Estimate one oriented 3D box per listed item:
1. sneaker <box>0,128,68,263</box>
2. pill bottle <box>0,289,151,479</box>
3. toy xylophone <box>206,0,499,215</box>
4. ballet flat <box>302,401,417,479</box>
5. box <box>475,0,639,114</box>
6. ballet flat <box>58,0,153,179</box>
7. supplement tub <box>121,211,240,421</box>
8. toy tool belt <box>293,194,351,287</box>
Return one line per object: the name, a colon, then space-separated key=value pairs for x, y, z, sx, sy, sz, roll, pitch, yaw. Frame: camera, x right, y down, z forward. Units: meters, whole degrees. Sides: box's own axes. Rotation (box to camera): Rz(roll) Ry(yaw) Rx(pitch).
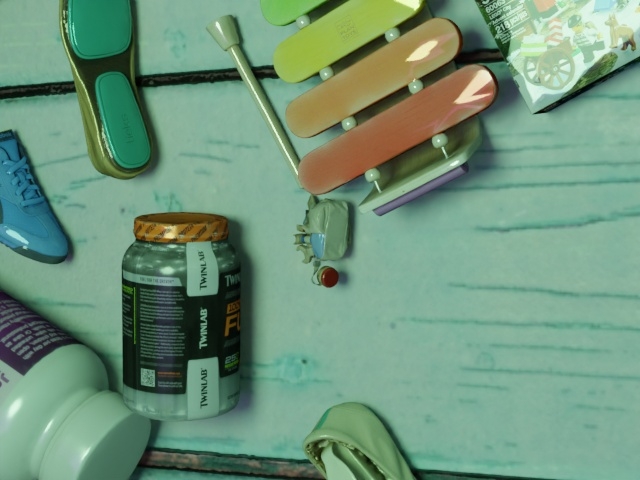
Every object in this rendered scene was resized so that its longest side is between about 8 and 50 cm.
sneaker: x=-0.336 y=-0.063 z=1.335 sx=0.209 sy=0.069 sz=0.082 roll=44 pitch=110 yaw=15
pill bottle: x=-0.330 y=0.154 z=1.308 sx=0.301 sy=0.169 sz=0.169 roll=29 pitch=109 yaw=20
toy xylophone: x=0.014 y=-0.170 z=1.138 sx=0.236 sy=0.081 sz=0.323 roll=-35 pitch=81 yaw=26
ballet flat: x=0.071 y=0.265 z=1.174 sx=0.086 sy=0.086 sz=0.248 roll=-44 pitch=78 yaw=25
box: x=0.244 y=-0.227 z=1.036 sx=0.233 sy=0.044 sz=0.159 roll=-29 pitch=85 yaw=27
ballet flat: x=-0.226 y=-0.173 z=1.264 sx=0.073 sy=0.080 sz=0.232 roll=-7 pitch=92 yaw=57
supplement tub: x=-0.136 y=0.071 z=1.228 sx=0.117 sy=0.117 sz=0.190 roll=6 pitch=101 yaw=26
toy tool belt: x=0.000 y=0.000 z=1.194 sx=0.051 sy=0.052 sz=0.083 roll=15 pitch=103 yaw=56
